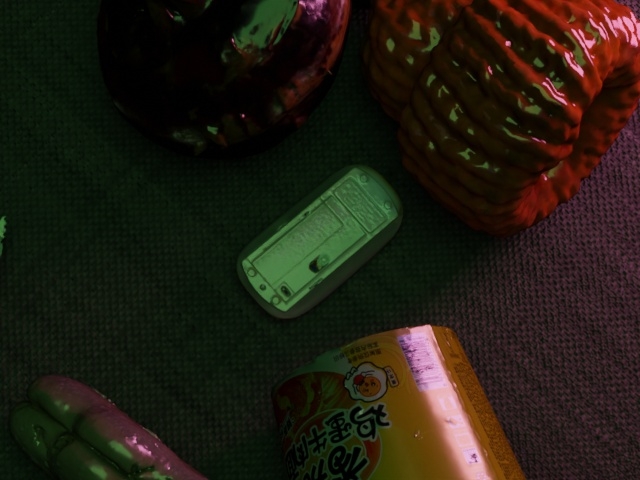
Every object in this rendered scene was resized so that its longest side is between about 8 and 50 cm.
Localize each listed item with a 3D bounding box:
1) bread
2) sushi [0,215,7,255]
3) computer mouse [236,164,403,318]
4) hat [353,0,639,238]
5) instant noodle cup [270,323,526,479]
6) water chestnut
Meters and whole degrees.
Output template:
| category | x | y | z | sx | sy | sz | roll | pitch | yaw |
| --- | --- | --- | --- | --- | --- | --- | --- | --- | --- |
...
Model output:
| category | x | y | z | sx | sy | sz | roll | pitch | yaw |
| --- | --- | --- | --- | --- | --- | --- | --- | --- | --- |
| bread | -0.172 | 0.257 | 1.830 | 0.337 | 0.183 | 0.102 | 37 | 83 | 3 |
| sushi | -0.482 | 0.029 | 1.911 | 0.280 | 0.043 | 0.192 | 12 | 76 | -4 |
| computer mouse | -0.001 | 0.001 | 1.977 | 0.199 | 0.045 | 0.102 | -41 | 85 | -14 |
| hat | 0.134 | -0.211 | 1.943 | 0.400 | 0.285 | 0.285 | 38 | 75 | 13 |
| instant noodle cup | 0.071 | 0.216 | 1.840 | 0.264 | 0.264 | 0.200 | -16 | 71 | -11 |
| water chestnut | -0.110 | -0.238 | 1.905 | 0.300 | 0.300 | 0.300 | 2 | 77 | -7 |
